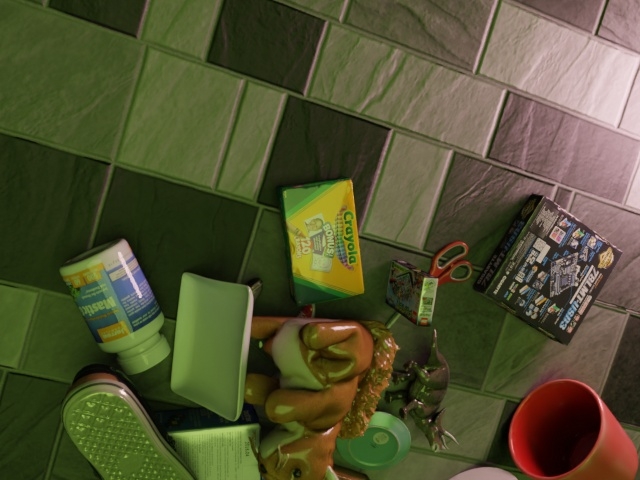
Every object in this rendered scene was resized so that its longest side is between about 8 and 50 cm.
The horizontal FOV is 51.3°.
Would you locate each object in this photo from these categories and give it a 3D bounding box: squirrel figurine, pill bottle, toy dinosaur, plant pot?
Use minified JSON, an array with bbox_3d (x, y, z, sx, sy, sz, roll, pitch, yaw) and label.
[{"bbox_3d":[0.015,0.359,1.467,0.397,0.281,0.370,6,84,-44],"label":"squirrel figurine"},{"bbox_3d":[-0.432,0.146,1.433,0.152,0.152,0.271,-25,103,-9],"label":"pill bottle"},{"bbox_3d":[0.265,0.369,1.681,0.161,0.121,0.313,5,93,-27],"label":"toy dinosaur"},{"bbox_3d":[0.674,0.536,1.731,0.243,0.275,0.274,36,89,-26],"label":"plant pot"}]

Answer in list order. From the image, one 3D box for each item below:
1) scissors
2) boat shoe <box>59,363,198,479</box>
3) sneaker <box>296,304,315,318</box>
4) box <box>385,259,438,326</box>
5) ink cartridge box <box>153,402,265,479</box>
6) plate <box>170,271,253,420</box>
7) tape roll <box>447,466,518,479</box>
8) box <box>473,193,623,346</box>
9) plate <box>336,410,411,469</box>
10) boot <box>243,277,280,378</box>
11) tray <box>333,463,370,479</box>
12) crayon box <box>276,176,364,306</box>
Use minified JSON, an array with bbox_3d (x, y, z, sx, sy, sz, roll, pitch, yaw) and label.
[{"bbox_3d":[0.256,0.112,1.673,0.297,0.021,0.109,-31,107,-6],"label":"scissors"},{"bbox_3d":[-0.371,0.453,1.351,0.187,0.156,0.499,-25,118,-12],"label":"boat shoe"},{"bbox_3d":[-0.054,0.192,1.593,0.067,0.042,0.118,11,98,-19],"label":"sneaker"},{"bbox_3d":[0.211,0.120,1.562,0.036,0.207,0.114,6,97,-15],"label":"box"},{"bbox_3d":[-0.276,0.533,1.535,0.396,0.151,0.269,-1,98,-12],"label":"ink cartridge box"},{"bbox_3d":[-0.229,0.219,1.438,0.045,0.277,0.277,6,90,-41],"label":"plate"},{"bbox_3d":[0.420,0.725,1.694,0.246,0.246,0.169,-26,105,-9],"label":"tape roll"},{"bbox_3d":[0.592,0.078,1.722,0.293,0.073,0.295,31,90,-17],"label":"box"},{"bbox_3d":[0.133,0.509,1.667,0.188,0.024,0.188,1,114,2],"label":"plate"},{"bbox_3d":[-0.145,0.214,1.558,0.190,0.076,0.208,-42,100,9],"label":"boot"},{"bbox_3d":[-0.044,0.759,1.671,0.203,0.076,0.410,24,92,-17],"label":"tray"},{"bbox_3d":[0.000,0.000,1.555,0.166,0.081,0.278,-10,101,-12],"label":"crayon box"}]
